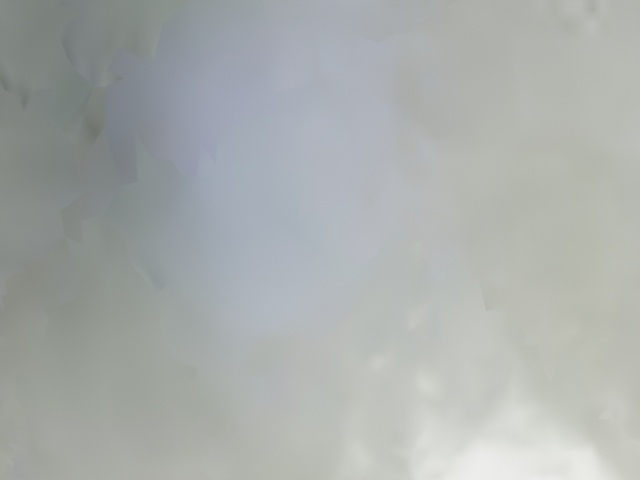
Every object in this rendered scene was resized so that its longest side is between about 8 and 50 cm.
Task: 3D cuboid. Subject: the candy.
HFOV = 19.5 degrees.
[{"bbox_3d":[0.000,0.000,0.625,0.386,0.186,0.427,-20,86,20],"label":"candy"}]
